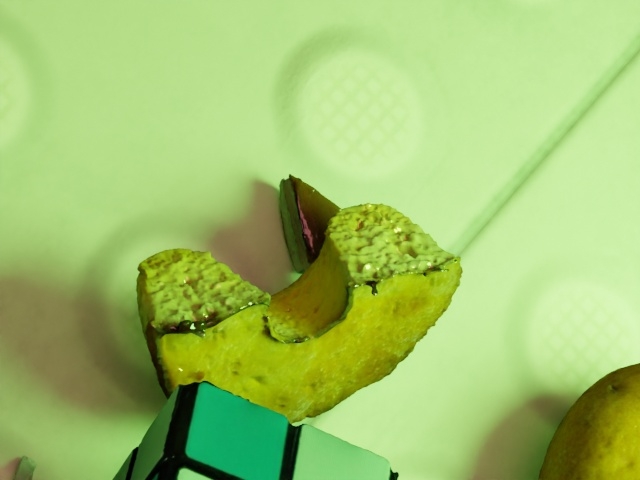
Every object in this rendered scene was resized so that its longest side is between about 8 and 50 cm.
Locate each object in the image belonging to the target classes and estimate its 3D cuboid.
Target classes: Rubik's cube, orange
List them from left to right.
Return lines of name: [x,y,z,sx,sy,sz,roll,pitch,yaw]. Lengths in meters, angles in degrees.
Rubik's cube: [-0.065,0.234,1.305,0.183,0.180,0.167,25,41,-15]
orange: [0.282,0.206,1.474,0.224,0.170,0.224,3,67,-7]

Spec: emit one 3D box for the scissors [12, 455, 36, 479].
scissors: [-0.232,0.240,1.314,0.110,0.021,0.212,29,47,-20]

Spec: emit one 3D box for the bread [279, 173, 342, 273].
bread: [0.000,0.000,1.494,0.109,0.043,0.062,38,65,-9]

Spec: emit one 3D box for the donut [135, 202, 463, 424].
donut: [-0.032,0.070,1.410,0.259,0.152,0.101,-13,46,-28]
